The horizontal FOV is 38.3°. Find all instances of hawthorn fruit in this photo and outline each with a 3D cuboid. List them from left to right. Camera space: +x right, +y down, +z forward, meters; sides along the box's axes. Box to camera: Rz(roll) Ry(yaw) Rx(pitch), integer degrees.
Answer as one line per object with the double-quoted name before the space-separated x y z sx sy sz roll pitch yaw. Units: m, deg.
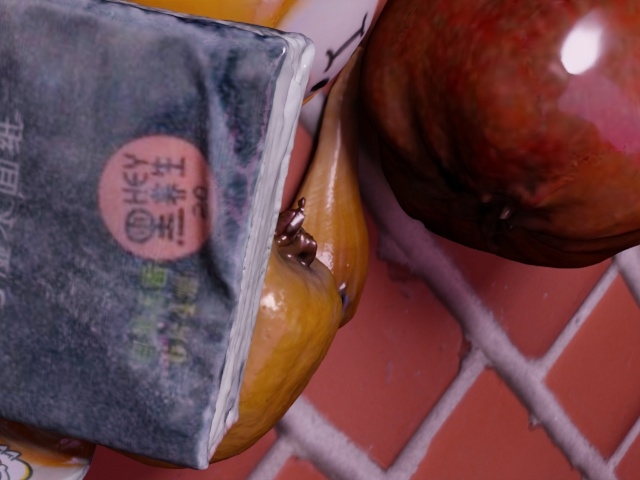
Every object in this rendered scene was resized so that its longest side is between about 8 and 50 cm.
"hawthorn fruit" 0.185 -0.138 0.754 0.308 0.308 0.325 38 52 -42

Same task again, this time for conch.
"conch" 0.003 0.002 0.782 0.109 0.093 0.331 15 97 -37

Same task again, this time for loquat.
"loquat" -0.087 0.058 0.670 0.187 0.176 0.234 41 93 -22

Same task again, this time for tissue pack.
"tissue pack" -0.178 -0.029 0.496 0.103 0.315 0.228 -46 149 -76

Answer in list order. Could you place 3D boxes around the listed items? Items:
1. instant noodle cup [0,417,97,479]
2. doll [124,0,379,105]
"instant noodle cup" -0.274 0.177 0.533 0.264 0.264 0.200 -3 118 -39
"doll" -0.065 -0.164 0.618 0.213 0.213 0.236 -37 169 -22
